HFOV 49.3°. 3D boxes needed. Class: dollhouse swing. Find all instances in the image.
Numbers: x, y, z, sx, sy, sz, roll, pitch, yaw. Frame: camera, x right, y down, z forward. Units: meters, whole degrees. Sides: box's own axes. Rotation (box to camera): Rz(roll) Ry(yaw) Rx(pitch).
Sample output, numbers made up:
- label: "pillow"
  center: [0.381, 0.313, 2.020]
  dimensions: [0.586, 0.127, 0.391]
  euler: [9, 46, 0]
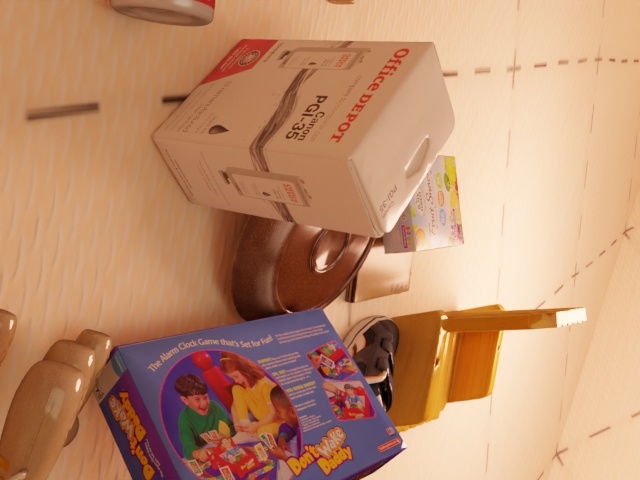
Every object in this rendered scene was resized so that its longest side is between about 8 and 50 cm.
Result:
- label: "dollhouse swing"
  center: [0.335, 0.263, 1.413]
  dimensions: [0.347, 0.305, 0.315]
  euler: [5, 95, -56]

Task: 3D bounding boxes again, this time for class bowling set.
- label: "bowling set"
  center: [-0.308, 0.142, 0.617]
  dimensions: [0.287, 0.199, 0.154]
  euler: [165, -54, -81]

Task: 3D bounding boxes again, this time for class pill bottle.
- label: "pill bottle"
  center: [-0.155, -0.322, 0.716]
  dimensions: [0.108, 0.108, 0.180]
  euler: [-4, 102, -55]

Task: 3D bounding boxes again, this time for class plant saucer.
- label: "plant saucer"
  center: [0.000, 0.000, 1.002]
  dimensions: [0.310, 0.050, 0.311]
  euler: [-37, 143, -33]

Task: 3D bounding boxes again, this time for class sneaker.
- label: "sneaker"
  center: [0.077, 0.242, 1.196]
  dimensions: [0.321, 0.127, 0.126]
  euler: [-38, 127, -46]

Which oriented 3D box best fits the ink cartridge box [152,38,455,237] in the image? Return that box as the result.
- label: "ink cartridge box"
  center: [-0.017, -0.132, 0.812]
  dimensions: [0.207, 0.283, 0.117]
  euler: [-56, 139, -30]

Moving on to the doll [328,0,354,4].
- label: "doll"
  center: [0.026, -0.441, 0.994]
  dimensions: [0.129, 0.046, 0.189]
  euler: [-10, 108, -55]

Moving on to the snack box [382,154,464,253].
- label: "snack box"
  center: [0.185, -0.068, 1.278]
  dimensions: [0.207, 0.070, 0.175]
  euler: [-7, 91, -53]

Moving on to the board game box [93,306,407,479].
- label: "board game box"
  center: [-0.073, 0.217, 0.859]
  dimensions: [0.347, 0.233, 0.078]
  euler: [-4, 144, -49]

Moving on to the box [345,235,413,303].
- label: "box"
  center: [0.117, 0.023, 1.278]
  dimensions: [0.201, 0.021, 0.164]
  euler: [-4, 103, -54]
